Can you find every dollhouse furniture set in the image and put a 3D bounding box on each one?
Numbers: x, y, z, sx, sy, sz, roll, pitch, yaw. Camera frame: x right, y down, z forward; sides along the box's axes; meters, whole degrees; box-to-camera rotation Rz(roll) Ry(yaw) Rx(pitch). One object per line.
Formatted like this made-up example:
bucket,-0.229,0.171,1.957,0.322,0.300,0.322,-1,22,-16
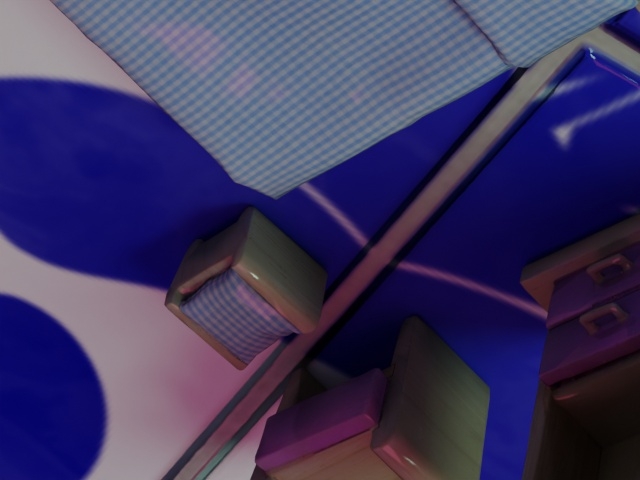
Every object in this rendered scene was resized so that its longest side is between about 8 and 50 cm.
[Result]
dollhouse furniture set,0.000,0.000,0.578,0.286,0.198,0.303,-27,119,35
